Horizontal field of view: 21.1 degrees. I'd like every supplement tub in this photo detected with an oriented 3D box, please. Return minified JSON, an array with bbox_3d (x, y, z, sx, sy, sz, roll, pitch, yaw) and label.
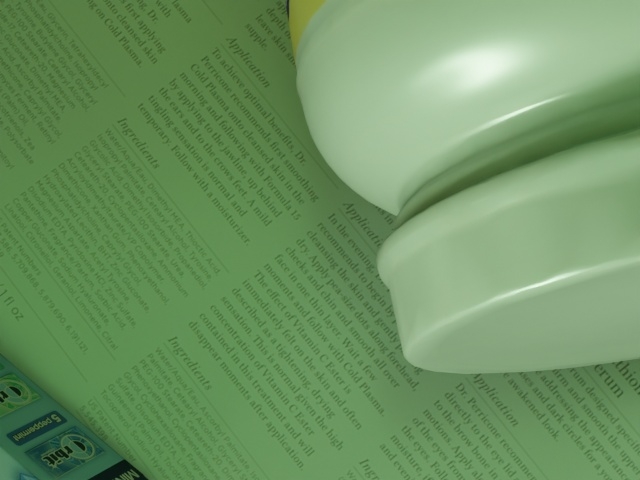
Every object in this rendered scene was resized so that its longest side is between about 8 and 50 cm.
[{"bbox_3d":[0.097,-0.140,0.549,0.241,0.241,0.331,-9,77,0],"label":"supplement tub"}]

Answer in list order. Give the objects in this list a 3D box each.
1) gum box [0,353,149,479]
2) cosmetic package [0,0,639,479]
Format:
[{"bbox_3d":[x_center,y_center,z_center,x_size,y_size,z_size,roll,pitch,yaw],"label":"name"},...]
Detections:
[{"bbox_3d":[-0.157,0.104,0.642,0.184,0.041,0.157,37,120,17],"label":"gum box"},{"bbox_3d":[0.000,0.000,0.689,0.284,0.097,0.377,-38,79,-4],"label":"cosmetic package"}]
